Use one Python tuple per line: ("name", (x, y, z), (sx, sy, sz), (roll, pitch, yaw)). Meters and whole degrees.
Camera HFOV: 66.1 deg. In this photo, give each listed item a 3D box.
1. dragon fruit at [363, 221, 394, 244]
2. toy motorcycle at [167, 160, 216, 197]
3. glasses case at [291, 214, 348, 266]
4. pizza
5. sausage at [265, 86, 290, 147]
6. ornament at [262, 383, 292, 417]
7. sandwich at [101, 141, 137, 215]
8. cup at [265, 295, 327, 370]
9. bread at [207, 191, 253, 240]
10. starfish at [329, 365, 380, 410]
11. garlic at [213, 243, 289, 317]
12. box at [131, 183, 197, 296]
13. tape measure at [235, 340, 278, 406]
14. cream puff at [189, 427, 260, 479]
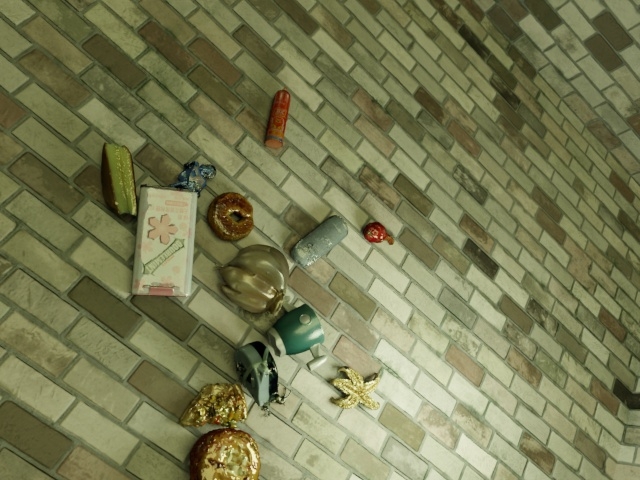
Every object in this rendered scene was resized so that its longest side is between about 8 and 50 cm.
("dragon fruit", (0.250, -0.026, 2.102), (0.191, 0.094, 0.094), (17, 67, -46))
("toy motorcycle", (-0.469, -0.215, 1.771), (0.114, 0.076, 0.205), (36, 64, -5))
("glasses case", (0.000, 0.000, 1.960), (0.282, 0.067, 0.109), (-38, 97, -29))
("pizza", (-0.345, 0.547, 1.628), (0.226, 0.069, 0.147), (11, 73, -25))
("sausage", (-0.169, -0.510, 2.009), (0.074, 0.074, 0.273), (17, 68, -23))
("ornament", (-0.159, 0.572, 1.743), (0.073, 0.028, 0.125), (36, 61, -14))
("sandwich", (-0.673, -0.194, 1.644), (0.094, 0.096, 0.257), (-4, 77, -34))
("cup", (-0.098, 0.334, 1.767), (0.173, 0.167, 0.299), (-23, 62, -22))
("bread", (-0.331, -0.088, 1.815), (0.193, 0.064, 0.193), (10, 72, -32))
("starfish", (0.150, 0.573, 1.887), (0.216, 0.071, 0.238), (-47, 106, -24))
("garlic", (-0.229, 0.130, 1.767), (0.292, 0.210, 0.237), (43, 92, -4))
("box", (-0.517, 0.002, 1.633), (0.190, 0.112, 0.369), (6, 80, -20))
("tape measure", (-0.218, 0.437, 1.661), (0.107, 0.181, 0.182), (-20, 123, -33))
("cream puff", (-0.308, 0.714, 1.550), (0.240, 0.164, 0.239), (20, 58, -35))
